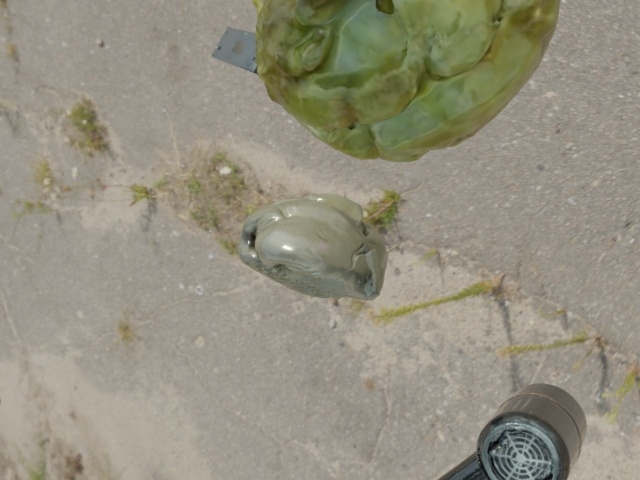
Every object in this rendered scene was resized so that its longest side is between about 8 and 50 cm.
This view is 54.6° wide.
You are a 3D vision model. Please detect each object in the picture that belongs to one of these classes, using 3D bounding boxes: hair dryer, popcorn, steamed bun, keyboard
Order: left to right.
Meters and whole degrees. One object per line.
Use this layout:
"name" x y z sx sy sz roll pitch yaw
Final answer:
"keyboard" -0.117 -0.283 0.919 0.176 0.014 0.055 37 103 54
"steamed bun" 0.001 0.000 0.883 0.211 0.218 0.144 1 69 52
"popcorn" 0.039 -0.158 0.371 0.204 0.184 0.221 -39 60 56
"hair dryer" 0.179 0.327 0.796 0.352 0.189 0.107 -46 69 19
